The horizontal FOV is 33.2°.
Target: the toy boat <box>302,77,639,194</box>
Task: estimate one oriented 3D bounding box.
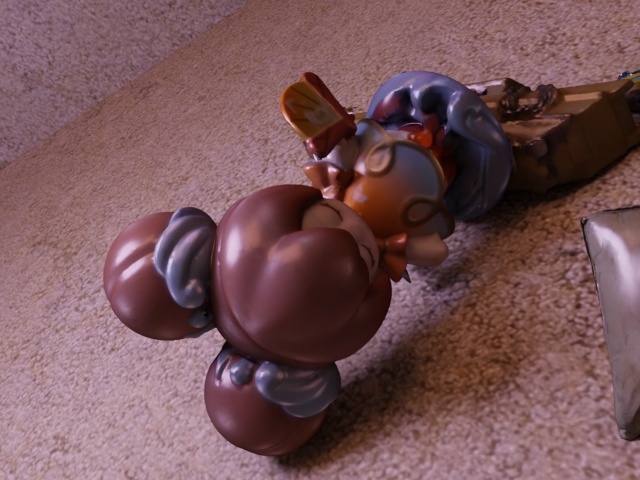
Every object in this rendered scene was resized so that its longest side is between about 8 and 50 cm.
[{"bbox_3d":[0.169,-0.120,1.289,0.445,0.136,0.162,-2,37,41],"label":"toy boat"}]

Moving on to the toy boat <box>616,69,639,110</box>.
[{"bbox_3d":[0.364,-0.165,1.191,0.210,0.084,0.066,-5,78,63],"label":"toy boat"}]

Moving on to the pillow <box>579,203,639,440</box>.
[{"bbox_3d":[0.342,0.040,0.774,0.302,0.185,0.075,-14,-12,36],"label":"pillow"}]

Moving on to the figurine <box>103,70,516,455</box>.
[{"bbox_3d":[0.000,-0.001,1.099,0.388,0.276,0.248,-45,4,-39],"label":"figurine"}]
